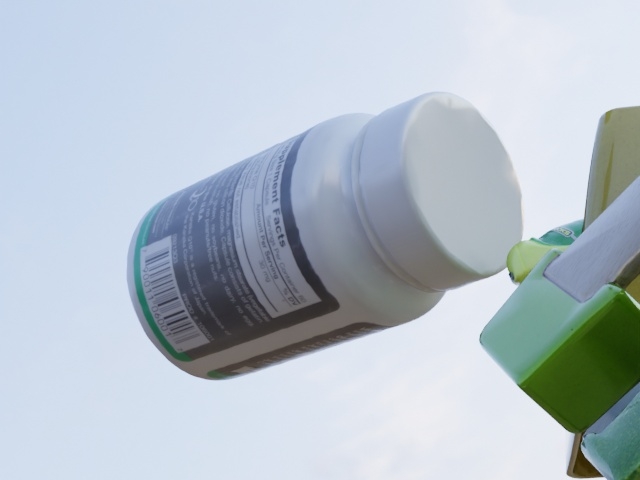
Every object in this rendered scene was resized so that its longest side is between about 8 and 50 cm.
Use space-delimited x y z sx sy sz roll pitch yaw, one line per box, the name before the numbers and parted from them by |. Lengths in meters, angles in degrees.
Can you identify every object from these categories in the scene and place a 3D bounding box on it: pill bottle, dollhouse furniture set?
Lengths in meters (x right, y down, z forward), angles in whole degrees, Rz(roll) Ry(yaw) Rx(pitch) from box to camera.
pill bottle | 0.000 0.000 1.301 0.361 0.204 0.204 -21 -16 40
dollhouse furniture set | 0.235 0.100 0.541 0.151 0.301 0.197 -47 12 3

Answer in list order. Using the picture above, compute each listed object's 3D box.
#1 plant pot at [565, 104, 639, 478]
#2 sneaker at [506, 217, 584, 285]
plant pot | 0.255 0.025 0.864 0.212 0.187 0.212 -5 -27 5
sneaker | 0.256 0.036 1.092 0.123 0.109 0.295 -30 -18 25
